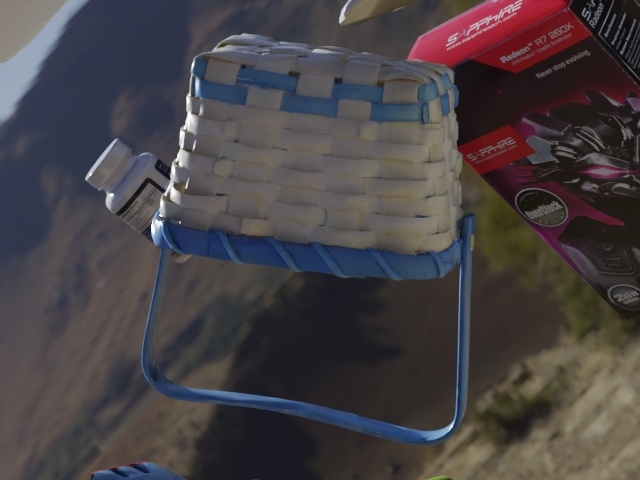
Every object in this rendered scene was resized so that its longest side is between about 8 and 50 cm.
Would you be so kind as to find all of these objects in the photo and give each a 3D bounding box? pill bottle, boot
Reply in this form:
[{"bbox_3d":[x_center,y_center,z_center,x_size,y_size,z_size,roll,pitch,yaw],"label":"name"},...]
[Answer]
[{"bbox_3d":[-0.221,-0.055,2.100,0.094,0.169,0.094,-48,12,14],"label":"pill bottle"},{"bbox_3d":[-0.233,-0.194,1.176,0.190,0.069,0.086,-40,46,-23],"label":"boot"}]

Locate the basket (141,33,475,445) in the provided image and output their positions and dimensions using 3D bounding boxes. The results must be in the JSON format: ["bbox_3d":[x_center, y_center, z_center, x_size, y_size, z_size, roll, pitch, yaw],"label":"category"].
[{"bbox_3d":[0.000,0.000,1.204,0.201,0.254,0.289,-35,-46,-76],"label":"basket"}]

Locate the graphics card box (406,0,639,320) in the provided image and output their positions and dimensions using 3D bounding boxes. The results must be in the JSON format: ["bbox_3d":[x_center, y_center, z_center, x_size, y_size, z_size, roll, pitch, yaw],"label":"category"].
[{"bbox_3d":[0.281,-0.090,1.558,0.233,0.371,0.094,-23,32,46],"label":"graphics card box"}]

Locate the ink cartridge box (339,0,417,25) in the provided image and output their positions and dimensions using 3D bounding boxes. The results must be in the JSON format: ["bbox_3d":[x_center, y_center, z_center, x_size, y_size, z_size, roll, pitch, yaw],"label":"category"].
[{"bbox_3d":[0.070,-0.197,0.534,0.207,0.119,0.353,-47,-1,20],"label":"ink cartridge box"}]

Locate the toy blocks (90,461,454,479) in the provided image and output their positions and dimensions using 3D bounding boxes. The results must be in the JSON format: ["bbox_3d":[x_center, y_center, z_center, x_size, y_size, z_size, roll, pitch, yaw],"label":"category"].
[{"bbox_3d":[-0.083,0.288,0.965,0.190,0.261,0.381,-3,-74,-50],"label":"toy blocks"}]
